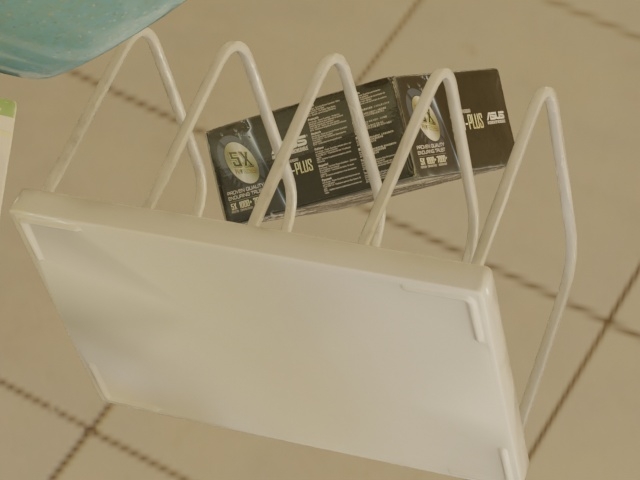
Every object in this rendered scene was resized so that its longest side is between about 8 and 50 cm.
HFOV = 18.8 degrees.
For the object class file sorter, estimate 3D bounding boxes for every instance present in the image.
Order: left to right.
[{"bbox_3d":[0.000,0.000,1.142,0.278,0.193,0.173,10,55,21],"label":"file sorter"}]

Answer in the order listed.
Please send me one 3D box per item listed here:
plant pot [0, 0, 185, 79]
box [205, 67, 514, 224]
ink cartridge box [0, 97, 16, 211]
[{"bbox_3d":[-0.120,-0.182,0.789,0.290,0.290,0.195,-44,109,-29],"label":"plant pot"},{"bbox_3d":[0.032,-0.070,1.456,0.147,0.180,0.077,-11,88,-53],"label":"box"},{"bbox_3d":[-0.330,-0.017,1.461,0.171,0.056,0.235,12,55,-15],"label":"ink cartridge box"}]
